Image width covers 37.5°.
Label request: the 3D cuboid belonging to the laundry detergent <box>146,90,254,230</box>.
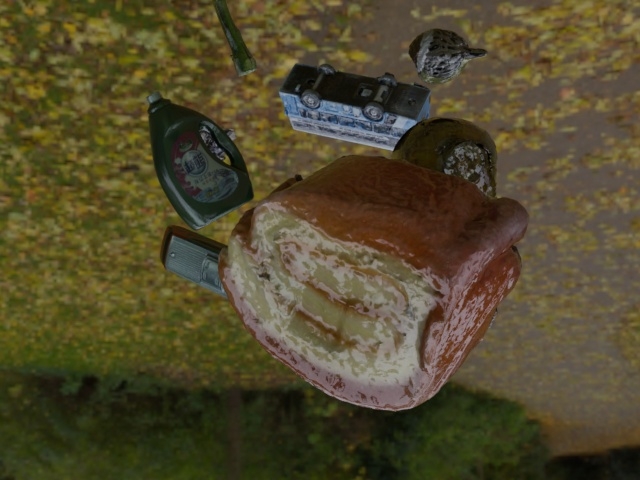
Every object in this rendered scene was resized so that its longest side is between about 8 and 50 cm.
[{"bbox_3d":[-0.191,-0.131,1.415,0.137,0.210,0.063,-30,-176,-28],"label":"laundry detergent"}]

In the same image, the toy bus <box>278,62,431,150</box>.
[{"bbox_3d":[0.073,-0.271,1.920,0.297,0.106,0.131,14,147,20],"label":"toy bus"}]

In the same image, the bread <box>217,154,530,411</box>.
[{"bbox_3d":[0.031,0.027,0.795,0.244,0.190,0.123,20,-152,23],"label":"bread"}]

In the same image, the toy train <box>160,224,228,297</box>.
[{"bbox_3d":[-0.163,0.069,1.827,0.410,0.086,0.089,22,-168,26],"label":"toy train"}]

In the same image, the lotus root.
[{"bbox_3d":[0.203,-0.109,1.635,0.179,0.195,0.397,-13,178,-5],"label":"lotus root"}]

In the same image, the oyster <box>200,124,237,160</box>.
[{"bbox_3d":[-0.197,-0.133,1.531,0.103,0.051,0.148,5,147,-17],"label":"oyster"}]

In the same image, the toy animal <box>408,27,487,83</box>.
[{"bbox_3d":[0.216,-0.328,1.640,0.098,0.098,0.137,12,164,-39],"label":"toy animal"}]

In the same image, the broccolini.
[{"bbox_3d":[-0.128,-0.336,1.202,0.058,0.254,0.071,-23,-173,-10],"label":"broccolini"}]
